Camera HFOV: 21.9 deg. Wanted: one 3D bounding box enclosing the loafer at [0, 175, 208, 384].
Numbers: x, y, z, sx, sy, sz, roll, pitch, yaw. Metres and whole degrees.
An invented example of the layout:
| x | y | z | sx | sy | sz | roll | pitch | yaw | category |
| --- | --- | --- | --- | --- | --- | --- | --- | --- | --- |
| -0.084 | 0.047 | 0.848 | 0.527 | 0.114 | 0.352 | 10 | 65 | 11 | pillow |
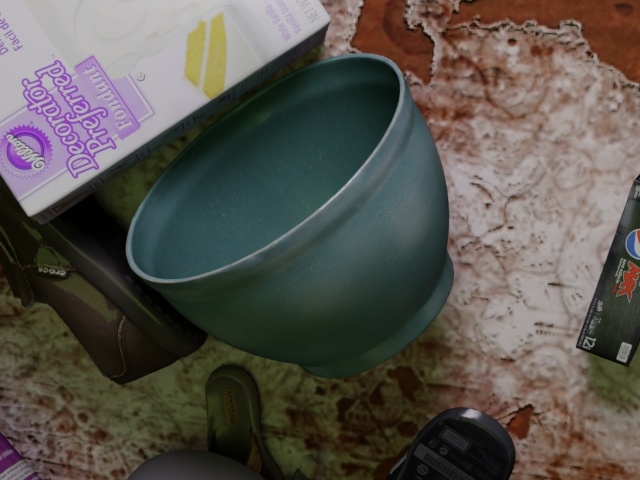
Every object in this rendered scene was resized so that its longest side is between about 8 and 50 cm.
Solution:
| x | y | z | sx | sy | sz | roll | pitch | yaw | category |
| --- | --- | --- | --- | --- | --- | --- | --- | --- | --- |
| -0.279 | 0.007 | 1.631 | 0.366 | 0.134 | 0.130 | 46 | 109 | 4 | loafer |

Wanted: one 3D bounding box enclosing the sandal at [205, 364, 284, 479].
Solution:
| x | y | z | sx | sy | sz | roll | pitch | yaw | category |
| --- | --- | --- | --- | --- | --- | --- | --- | --- | --- |
| -0.083 | 0.216 | 1.659 | 0.072 | 0.049 | 0.180 | -9 | 98 | 18 | sandal |

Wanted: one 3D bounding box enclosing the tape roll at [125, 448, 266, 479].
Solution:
| x | y | z | sx | sy | sz | roll | pitch | yaw | category |
| --- | --- | --- | --- | --- | --- | --- | --- | --- | --- |
| -0.121 | 0.321 | 1.651 | 0.219 | 0.072 | 0.219 | 10 | 119 | 19 | tape roll |

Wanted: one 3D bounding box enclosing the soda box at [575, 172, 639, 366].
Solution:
| x | y | z | sx | sy | sz | roll | pitch | yaw | category |
| --- | --- | --- | --- | --- | --- | --- | --- | --- | --- |
| 0.287 | 0.025 | 1.508 | 0.053 | 0.060 | 0.168 | 21 | 107 | 13 | soda box |

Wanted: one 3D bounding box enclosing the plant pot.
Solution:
| x | y | z | sx | sy | sz | roll | pitch | yaw | category |
| --- | --- | --- | --- | --- | --- | --- | --- | --- | --- |
| 0.000 | 0.000 | 1.493 | 0.293 | 0.293 | 0.196 | -27 | 118 | 19 | plant pot |

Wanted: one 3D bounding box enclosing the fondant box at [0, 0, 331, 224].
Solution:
| x | y | z | sx | sy | sz | roll | pitch | yaw | category |
| --- | --- | --- | --- | --- | --- | --- | --- | --- | --- |
| -0.190 | -0.203 | 1.522 | 0.330 | 0.096 | 0.238 | -34 | 90 | -4 | fondant box |

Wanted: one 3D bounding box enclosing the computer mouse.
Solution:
| x | y | z | sx | sy | sz | roll | pitch | yaw | category |
| --- | --- | --- | --- | --- | --- | --- | --- | --- | --- |
| 0.073 | 0.240 | 1.617 | 0.184 | 0.060 | 0.262 | 29 | 117 | 8 | computer mouse |

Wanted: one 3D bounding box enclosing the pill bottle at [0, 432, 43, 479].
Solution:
| x | y | z | sx | sy | sz | roll | pitch | yaw | category |
| --- | --- | --- | --- | --- | --- | --- | --- | --- | --- |
| -0.418 | 0.224 | 1.698 | 0.169 | 0.169 | 0.301 | -42 | 87 | 19 | pill bottle |
